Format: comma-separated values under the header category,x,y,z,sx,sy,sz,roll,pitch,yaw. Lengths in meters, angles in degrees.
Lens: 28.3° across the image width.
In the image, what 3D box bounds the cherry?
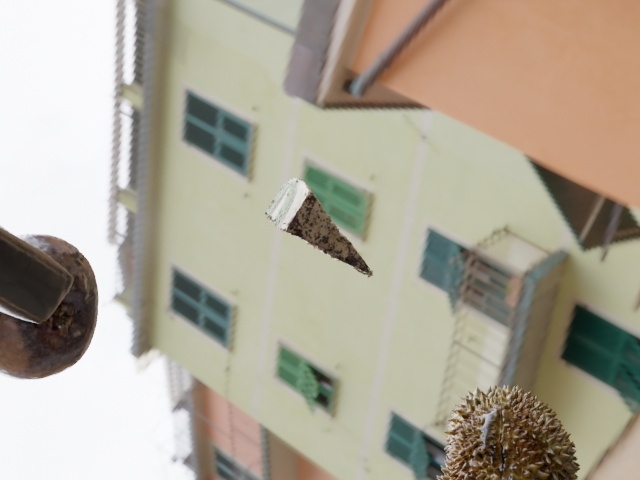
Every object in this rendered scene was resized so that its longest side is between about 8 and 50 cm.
category,x,y,z,sx,sy,sz,roll,pitch,yaw
cherry,-0.385,0.081,1.643,0.195,0.195,0.195,-35,-39,-35

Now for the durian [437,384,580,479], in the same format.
category,x,y,z,sx,sy,sz,roll,pitch,yaw
durian,0.177,0.214,1.209,0.137,0.158,0.168,-14,-41,-10

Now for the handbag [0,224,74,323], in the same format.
category,x,y,z,sx,sy,sz,roll,pitch,yaw
handbag,-0.402,-0.011,1.342,0.080,0.223,0.247,-57,-23,-7

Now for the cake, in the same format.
category,x,y,z,sx,sy,sz,roll,pitch,yaw
cake,0.000,0.000,1.322,0.055,0.051,0.140,-45,-56,-8
